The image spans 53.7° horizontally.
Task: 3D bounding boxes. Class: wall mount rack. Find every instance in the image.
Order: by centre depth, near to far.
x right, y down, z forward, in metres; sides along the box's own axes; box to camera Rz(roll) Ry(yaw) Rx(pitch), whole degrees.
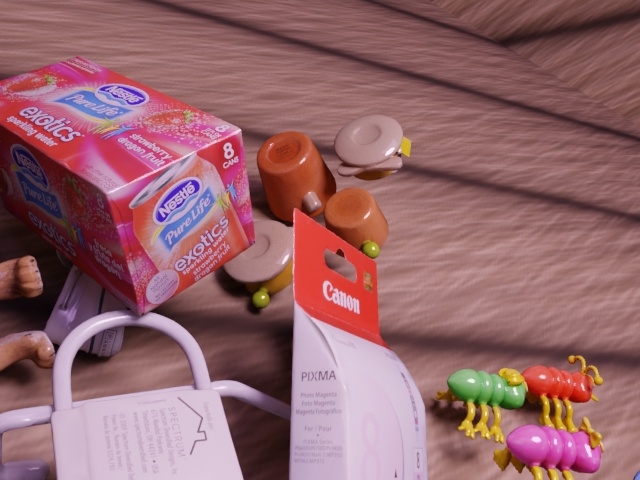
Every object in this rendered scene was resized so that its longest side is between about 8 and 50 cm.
[{"bbox_3d":[-0.073,0.216,0.456,0.303,0.131,0.350,-1,46,-27],"label":"wall mount rack"}]

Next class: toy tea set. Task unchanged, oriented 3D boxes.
[{"bbox_3d":[0.000,0.000,0.759,0.199,0.124,0.336,0,53,20],"label":"toy tea set"}]

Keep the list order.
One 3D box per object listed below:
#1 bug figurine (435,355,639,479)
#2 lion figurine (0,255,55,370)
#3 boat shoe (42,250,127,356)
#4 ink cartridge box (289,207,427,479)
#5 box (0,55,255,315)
[{"bbox_3d":[0.246,0.184,0.625,0.216,0.072,0.279,9,13,-16],"label":"bug figurine"},{"bbox_3d":[-0.367,0.035,0.490,0.240,0.142,0.392,-16,37,-34],"label":"lion figurine"},{"bbox_3d":[-0.223,0.008,0.631,0.075,0.083,0.226,13,40,-20],"label":"boat shoe"},{"bbox_3d":[0.039,0.107,0.544,0.189,0.066,0.233,33,58,-58],"label":"ink cartridge box"},{"bbox_3d":[-0.192,-0.063,0.563,0.256,0.123,0.128,29,47,34],"label":"box"}]
